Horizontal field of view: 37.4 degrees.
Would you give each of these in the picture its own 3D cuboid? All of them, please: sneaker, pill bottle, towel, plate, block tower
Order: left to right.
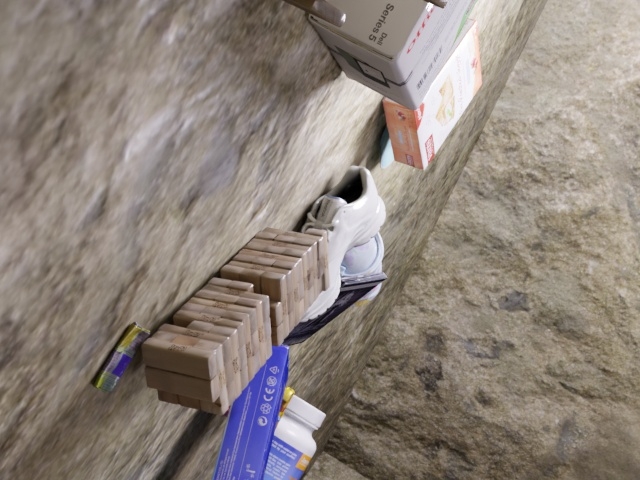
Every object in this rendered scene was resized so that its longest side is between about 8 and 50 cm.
[{"bbox_3d":[-0.218,0.128,1.038,0.083,0.009,0.060,-58,170,-13],"label":"towel"},{"bbox_3d":[-0.094,0.090,1.190,0.335,0.097,0.091,-45,139,-54],"label":"block tower"},{"bbox_3d":[-0.104,0.464,2.036,0.272,0.152,0.152,-58,169,-9],"label":"pill bottle"},{"bbox_3d":[0.000,0.000,1.510,0.297,0.111,0.129,-58,154,-29],"label":"sneaker"},{"bbox_3d":[0.151,-0.220,1.752,0.188,0.024,0.188,-56,169,-17],"label":"plate"}]

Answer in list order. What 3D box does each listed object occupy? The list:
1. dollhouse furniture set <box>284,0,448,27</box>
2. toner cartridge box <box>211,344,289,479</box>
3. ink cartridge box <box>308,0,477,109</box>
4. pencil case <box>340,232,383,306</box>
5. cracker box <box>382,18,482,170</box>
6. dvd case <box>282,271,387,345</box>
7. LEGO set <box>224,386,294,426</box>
[{"bbox_3d":[0.005,-0.292,0.744,0.242,0.161,0.212,13,107,-56],"label":"dollhouse furniture set"},{"bbox_3d":[-0.125,0.352,1.566,0.165,0.075,0.348,98,5,-67],"label":"toner cartridge box"},{"bbox_3d":[0.102,-0.287,1.123,0.198,0.114,0.273,-61,169,2],"label":"ink cartridge box"},{"bbox_3d":[0.062,0.049,1.805,0.273,0.113,0.124,76,32,-76],"label":"pencil case"},{"bbox_3d":[0.200,-0.260,1.653,0.232,0.067,0.156,-55,150,-25],"label":"cracker box"},{"bbox_3d":[0.000,0.127,1.680,0.221,0.018,0.164,-39,163,25],"label":"dvd case"},{"bbox_3d":[-0.104,0.314,1.824,0.093,0.087,0.227,-59,170,-4],"label":"LEGO set"}]
